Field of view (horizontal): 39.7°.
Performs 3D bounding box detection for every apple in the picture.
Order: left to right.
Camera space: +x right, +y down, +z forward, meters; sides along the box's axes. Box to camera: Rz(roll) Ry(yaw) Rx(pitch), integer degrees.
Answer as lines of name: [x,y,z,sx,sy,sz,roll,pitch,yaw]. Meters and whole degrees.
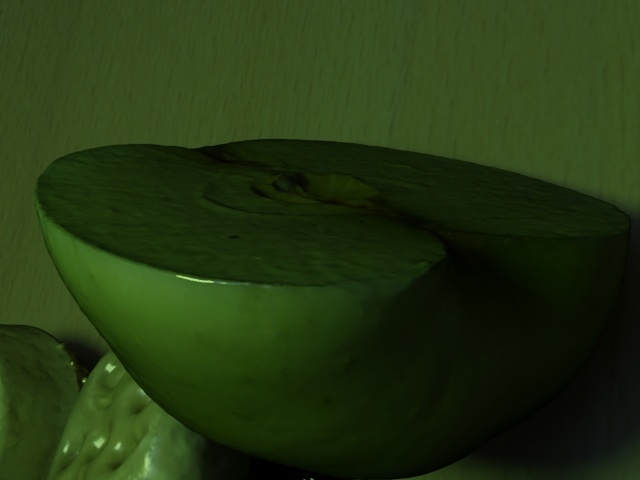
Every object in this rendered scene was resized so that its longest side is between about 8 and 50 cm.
apple: [0.000,0.000,0.621,0.360,0.320,0.311,21,68,50]

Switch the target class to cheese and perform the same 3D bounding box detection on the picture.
cheese: [-0.138,0.176,0.748,0.235,0.117,0.218,-55,26,2]

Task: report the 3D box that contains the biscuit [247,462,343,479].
biscuit: [-0.028,0.271,0.703,0.195,0.053,0.194,-15,62,30]

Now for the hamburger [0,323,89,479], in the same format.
hamburger: [-0.346,0.221,0.879,0.302,0.170,0.302,-16,58,28]
